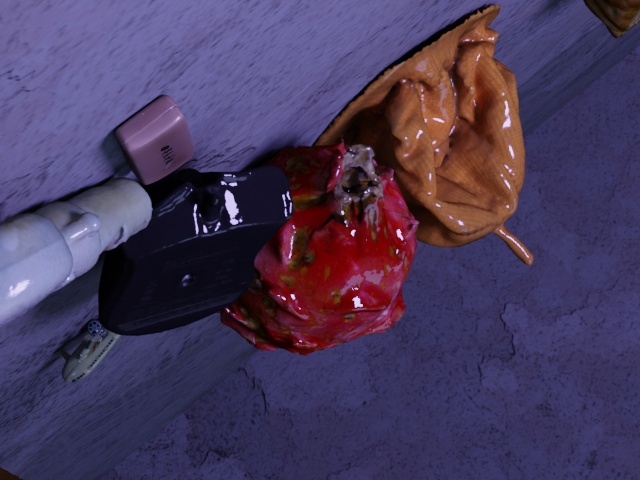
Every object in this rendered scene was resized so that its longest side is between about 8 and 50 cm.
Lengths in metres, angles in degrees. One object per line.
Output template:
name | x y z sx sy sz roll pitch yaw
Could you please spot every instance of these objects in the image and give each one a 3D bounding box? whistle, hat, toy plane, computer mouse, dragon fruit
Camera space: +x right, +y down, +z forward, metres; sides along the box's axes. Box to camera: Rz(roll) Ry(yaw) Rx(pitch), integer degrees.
whistle | -0.196 0.012 0.925 0.126 0.067 0.258 -27 -175 32
hat | 0.153 -0.074 1.454 0.244 0.233 0.233 -35 174 -12
toy plane | -0.230 0.105 1.468 0.111 0.040 0.102 -38 172 11
computer mouse | -0.116 -0.001 1.155 0.147 0.088 0.264 -17 165 -24
dragon fruit | 0.000 0.000 1.340 0.205 0.210 0.268 -54 179 -38

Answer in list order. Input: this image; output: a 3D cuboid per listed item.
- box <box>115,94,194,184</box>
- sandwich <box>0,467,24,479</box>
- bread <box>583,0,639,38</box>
box | -0.113 -0.067 0.984 0.048 0.025 0.115 -39 173 -8
sandwich | -0.427 0.311 1.609 0.094 0.096 0.258 -46 170 15
bread | 0.379 -0.326 1.531 0.181 0.096 0.222 -36 171 -16
